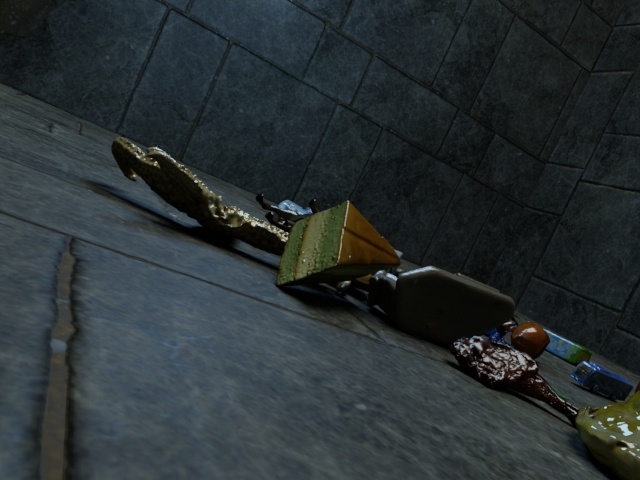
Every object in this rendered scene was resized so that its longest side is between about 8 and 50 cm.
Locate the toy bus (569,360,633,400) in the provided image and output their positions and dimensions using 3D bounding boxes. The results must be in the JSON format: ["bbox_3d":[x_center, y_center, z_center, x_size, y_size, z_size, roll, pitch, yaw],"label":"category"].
[{"bbox_3d":[0.644,0.323,1.270,0.153,0.061,0.051,25,9,-24],"label":"toy bus"}]

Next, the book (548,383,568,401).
[{"bbox_3d":[0.338,0.231,0.936,0.135,0.017,0.103,24,4,-7],"label":"book"}]

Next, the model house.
[{"bbox_3d":[0.193,0.104,0.982,0.230,0.122,0.188,18,2,-19],"label":"model house"}]

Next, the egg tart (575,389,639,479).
[{"bbox_3d":[0.471,0.258,0.629,0.346,0.132,0.345,27,5,-3],"label":"egg tart"}]

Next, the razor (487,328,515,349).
[{"bbox_3d":[0.310,0.169,1.312,0.093,0.056,0.324,19,6,-40],"label":"razor"}]

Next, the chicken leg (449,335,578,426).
[{"bbox_3d":[0.285,0.201,0.811,0.205,0.053,0.093,18,27,4],"label":"chicken leg"}]

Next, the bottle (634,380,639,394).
[{"bbox_3d":[0.713,0.321,1.113,0.144,0.143,0.336,28,6,38],"label":"bottle"}]

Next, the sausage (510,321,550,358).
[{"bbox_3d":[0.496,0.237,1.314,0.089,0.089,0.179,27,6,25],"label":"sausage"}]

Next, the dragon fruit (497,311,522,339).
[{"bbox_3d":[0.445,0.189,1.440,0.130,0.121,0.142,-25,71,-43],"label":"dragon fruit"}]

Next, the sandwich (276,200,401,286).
[{"bbox_3d":[0.037,0.050,0.868,0.117,0.144,0.187,-20,-47,31],"label":"sandwich"}]

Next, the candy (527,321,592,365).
[{"bbox_3d":[0.755,0.333,1.779,0.097,0.062,0.195,21,5,-40],"label":"candy"}]

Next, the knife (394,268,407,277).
[{"bbox_3d":[0.115,0.064,1.604,0.366,0.043,0.089,21,-28,-19],"label":"knife"}]

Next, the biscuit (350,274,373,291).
[{"bbox_3d":[0.037,0.061,1.115,0.142,0.028,0.221,35,-10,-41],"label":"biscuit"}]

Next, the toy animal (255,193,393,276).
[{"bbox_3d":[0.010,-0.017,1.132,0.244,0.087,0.260,26,-5,38],"label":"toy animal"}]

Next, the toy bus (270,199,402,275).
[{"bbox_3d":[0.025,0.012,1.335,0.330,0.108,0.136,25,15,11],"label":"toy bus"}]

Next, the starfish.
[{"bbox_3d":[-0.171,-0.044,1.001,0.432,0.082,0.324,31,-7,-31],"label":"starfish"}]
